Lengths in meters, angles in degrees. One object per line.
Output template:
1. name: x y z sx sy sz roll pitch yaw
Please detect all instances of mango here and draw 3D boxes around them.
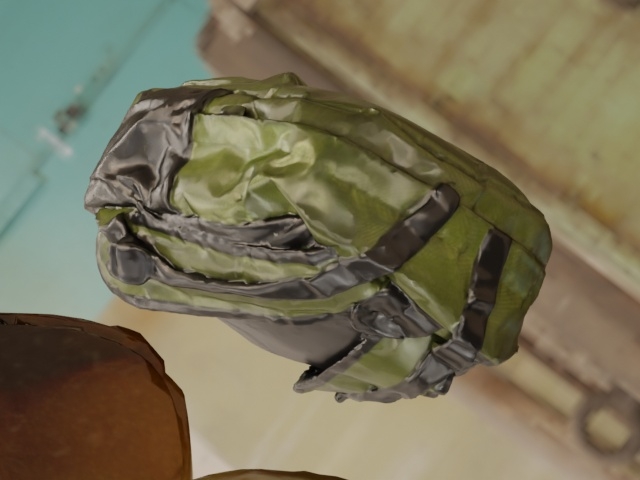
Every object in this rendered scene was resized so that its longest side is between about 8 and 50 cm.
1. mango: -0.160 0.127 0.761 0.236 0.166 0.136 9 -134 -45

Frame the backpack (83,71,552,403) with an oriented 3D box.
1. backpack: 0.000 0.000 1.022 0.207 0.140 0.253 32 166 -28

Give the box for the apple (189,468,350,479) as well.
1. apple: -0.009 0.134 0.408 0.182 0.182 0.155 36 162 26
